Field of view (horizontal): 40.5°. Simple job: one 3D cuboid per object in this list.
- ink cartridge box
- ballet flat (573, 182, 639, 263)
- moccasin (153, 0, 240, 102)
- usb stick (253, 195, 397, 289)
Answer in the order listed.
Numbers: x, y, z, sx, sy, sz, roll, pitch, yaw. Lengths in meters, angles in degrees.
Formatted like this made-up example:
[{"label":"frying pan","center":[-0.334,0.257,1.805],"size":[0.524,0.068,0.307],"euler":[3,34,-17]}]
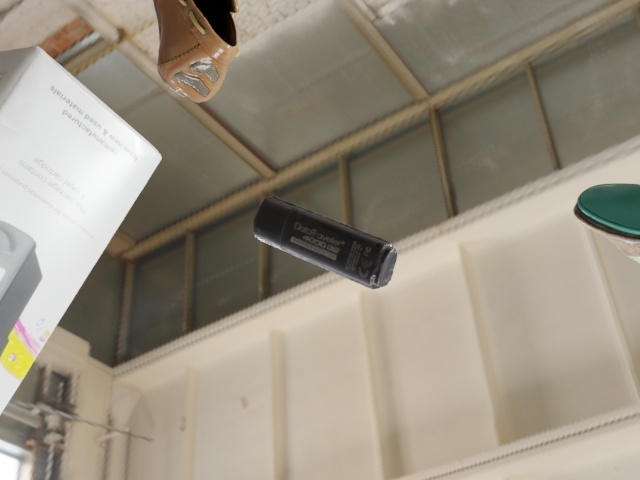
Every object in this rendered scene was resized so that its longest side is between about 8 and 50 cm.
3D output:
[{"label":"ink cartridge box","center":[-0.289,0.019,0.634],"size":[0.226,0.131,0.306],"euler":[10,-114,47]},{"label":"ballet flat","center":[0.457,0.002,1.081],"size":[0.107,0.106,0.316],"euler":[-38,-151,-23]},{"label":"moccasin","center":[-0.186,-0.380,1.336],"size":[0.147,0.139,0.380],"euler":[-39,-145,28]},{"label":"usb stick","center":[0.000,0.000,1.338],"size":[0.278,0.045,0.077],"euler":[22,-85,40]}]
